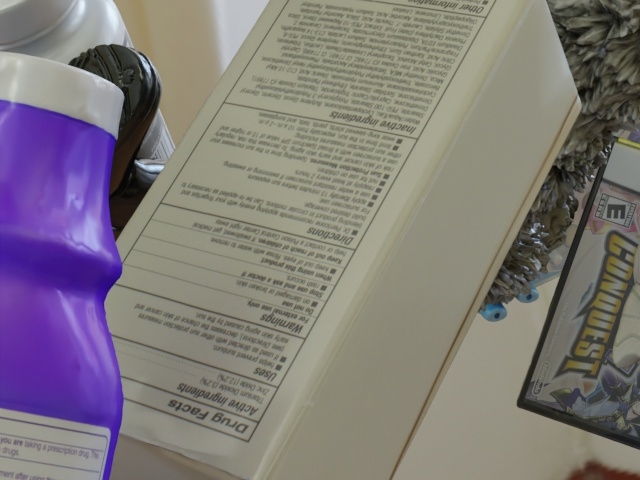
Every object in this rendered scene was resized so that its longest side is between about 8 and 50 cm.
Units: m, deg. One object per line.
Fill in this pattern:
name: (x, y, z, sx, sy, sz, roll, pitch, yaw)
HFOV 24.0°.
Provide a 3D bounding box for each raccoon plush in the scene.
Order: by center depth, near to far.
raccoon plush: (0.110, -0.047, 1.018, 0.446, 0.216, 0.299, -58, 6, -34)

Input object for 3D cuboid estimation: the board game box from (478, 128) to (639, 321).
board game box: (0.300, -0.135, 1.612, 0.390, 0.390, 0.050, -24, 36, -9)

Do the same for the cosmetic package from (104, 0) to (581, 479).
cosmetic package: (0.000, 0.000, 0.797, 0.160, 0.113, 0.309, 15, 63, 33)

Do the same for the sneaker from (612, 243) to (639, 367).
sneaker: (0.335, 0.111, 1.143, 0.110, 0.118, 0.292, 11, 20, -37)

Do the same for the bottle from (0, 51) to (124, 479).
bottle: (-0.138, 0.070, 0.584, 0.092, 0.118, 0.283, -3, 74, 60)

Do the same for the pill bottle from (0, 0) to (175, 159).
pill bottle: (-0.262, -0.149, 1.490, 0.176, 0.319, 0.176, -8, 48, 9)

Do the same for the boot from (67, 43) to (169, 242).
boot: (-0.168, -0.073, 1.347, 0.246, 0.207, 0.094, -42, 61, 31)

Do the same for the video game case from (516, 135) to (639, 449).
video game case: (0.345, 0.069, 1.409, 0.248, 0.275, 0.035, 19, 11, 6)
